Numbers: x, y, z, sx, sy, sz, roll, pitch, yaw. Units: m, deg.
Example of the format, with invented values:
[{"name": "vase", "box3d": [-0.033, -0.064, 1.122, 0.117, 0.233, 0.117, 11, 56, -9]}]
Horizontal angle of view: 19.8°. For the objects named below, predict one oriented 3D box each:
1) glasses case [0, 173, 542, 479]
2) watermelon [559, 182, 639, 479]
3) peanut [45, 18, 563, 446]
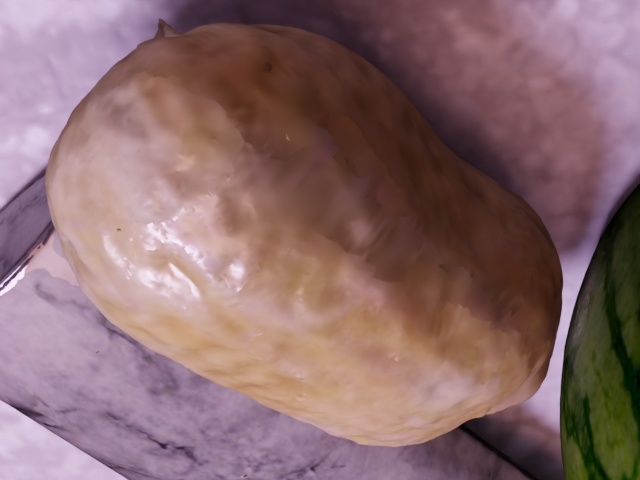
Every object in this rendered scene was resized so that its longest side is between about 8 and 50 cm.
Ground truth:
[{"name": "glasses case", "box3d": [-0.018, 0.083, 0.773, 0.299, 0.060, 0.114, 37, 122, -25]}, {"name": "watermelon", "box3d": [0.225, 0.123, 0.672, 0.330, 0.189, 0.331, 21, 135, 23]}, {"name": "peanut", "box3d": [0.000, 0.000, 0.667, 0.129, 0.129, 0.224, -36, 129, 24]}]
